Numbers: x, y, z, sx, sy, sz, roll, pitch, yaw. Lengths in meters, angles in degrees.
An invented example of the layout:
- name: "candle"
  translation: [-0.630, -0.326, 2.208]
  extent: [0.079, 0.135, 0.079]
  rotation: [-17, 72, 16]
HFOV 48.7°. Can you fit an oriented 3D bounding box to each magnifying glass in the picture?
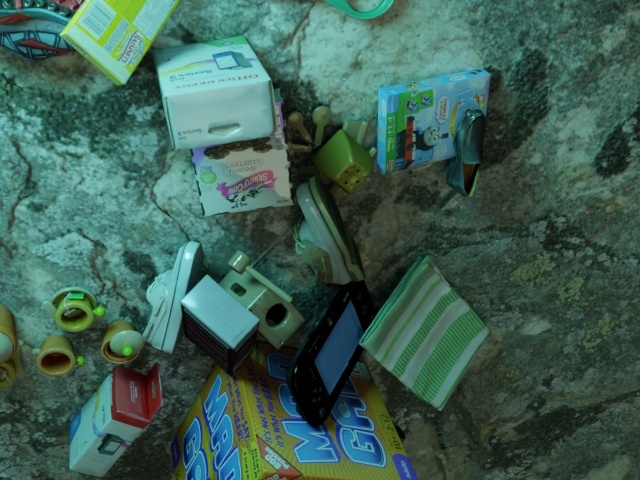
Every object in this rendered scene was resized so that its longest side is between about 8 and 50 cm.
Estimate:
- name: "magnifying glass"
  translation: [0.013, -0.403, 1.131]
  extent: [0.231, 0.026, 0.092]
  rotation: [-3, 125, -16]

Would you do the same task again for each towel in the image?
- name: "towel"
  translation: [0.247, 0.212, 1.574]
  extent: [0.247, 0.038, 0.325]
  rotation: [-54, 127, -13]

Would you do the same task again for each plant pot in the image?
- name: "plant pot"
  translation: [0.046, -0.132, 1.259]
  extent: [0.081, 0.083, 0.081]
  rotation: [-45, 122, 14]

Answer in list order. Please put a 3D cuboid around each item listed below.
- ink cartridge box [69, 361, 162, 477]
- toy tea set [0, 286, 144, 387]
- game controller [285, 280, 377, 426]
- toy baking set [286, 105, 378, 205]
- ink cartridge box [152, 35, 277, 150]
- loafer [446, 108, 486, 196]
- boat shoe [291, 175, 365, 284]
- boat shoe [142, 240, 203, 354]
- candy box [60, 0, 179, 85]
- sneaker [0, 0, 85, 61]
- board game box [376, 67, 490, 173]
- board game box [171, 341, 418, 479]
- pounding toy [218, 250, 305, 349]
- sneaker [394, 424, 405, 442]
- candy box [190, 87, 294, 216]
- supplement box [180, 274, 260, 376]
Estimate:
- name: "ink cartridge box"
  translation: [-0.422, 0.357, 1.452]
  extent: [0.078, 0.134, 0.231]
  rotation: [29, 110, -32]
- name: "toy tea set"
  translation: [-0.505, 0.201, 1.319]
  extent: [0.336, 0.124, 0.199]
  rotation: [-11, 127, -11]
- name: "game controller"
  translation: [0.029, 0.213, 1.428]
  extent: [0.067, 0.319, 0.166]
  rotation: [9, 134, 25]
- name: "toy baking set"
  translation: [-0.020, -0.140, 1.306]
  extent: [0.197, 0.030, 0.256]
  rotation: [29, 111, -29]
- name: "ink cartridge box"
  translation: [-0.164, -0.229, 1.074]
  extent: [0.155, 0.212, 0.093]
  rotation: [-12, 126, -10]
- name: "loafer"
  translation: [0.283, -0.160, 1.317]
  extent: [0.062, 0.061, 0.170]
  rotation: [-12, 129, -18]
- name: "boat shoe"
  translation: [0.000, 0.000, 1.334]
  extent: [0.104, 0.113, 0.302]
  rotation: [-16, 142, 9]
- name: "boat shoe"
  translation: [-0.290, 0.107, 1.345]
  extent: [0.084, 0.095, 0.258]
  rotation: [20, 116, 0]
- name: "candy box"
  translation: [-0.271, -0.333, 1.006]
  extent: [0.105, 0.027, 0.205]
  rotation: [43, 63, -38]
- name: "sneaker"
  translation: [-0.400, -0.318, 1.025]
  extent: [0.262, 0.104, 0.125]
  rotation: [4, 151, -30]
- name: "board game box"
  translation: [0.207, -0.220, 1.304]
  extent: [0.212, 0.039, 0.160]
  rotation: [-16, 128, -18]
- name: "board game box"
  translation: [-0.074, 0.482, 1.516]
  extent: [0.357, 0.356, 0.356]
  rotation: [16, 118, -28]
- name: "pounding toy"
  translation: [-0.127, 0.113, 1.336]
  extent: [0.094, 0.181, 0.206]
  rotation: [-47, 128, -11]
- name: "sneaker"
  translation: [0.133, 0.489, 1.775]
  extent: [0.188, 0.066, 0.071]
  rotation: [30, 111, -32]
- name: "candy box"
  translation: [-0.136, -0.149, 1.212]
  extent: [0.165, 0.070, 0.196]
  rotation: [-9, 121, -5]
- name: "supplement box"
  translation: [-0.189, 0.166, 1.325]
  extent: [0.073, 0.130, 0.239]
  rotation: [-47, 171, -23]
